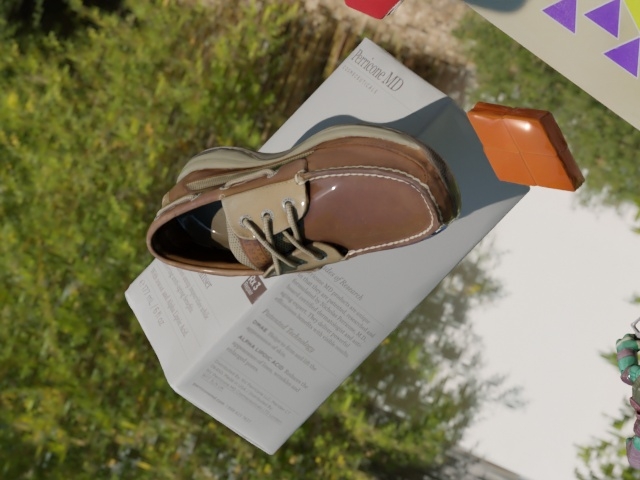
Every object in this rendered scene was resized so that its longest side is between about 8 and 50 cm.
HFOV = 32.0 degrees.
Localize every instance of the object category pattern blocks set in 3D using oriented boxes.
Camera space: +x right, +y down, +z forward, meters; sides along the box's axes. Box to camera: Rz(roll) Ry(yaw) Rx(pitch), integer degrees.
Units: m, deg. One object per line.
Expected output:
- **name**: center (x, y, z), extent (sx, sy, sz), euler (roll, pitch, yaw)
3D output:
- **pattern blocks set**: center (0.157, -0.141, 0.554), extent (0.325, 0.285, 0.026), euler (45, -138, 5)

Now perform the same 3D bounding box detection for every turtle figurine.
- **turtle figurine**: center (0.387, 0.162, 1.218), extent (0.175, 0.118, 0.234), euler (25, 139, 40)

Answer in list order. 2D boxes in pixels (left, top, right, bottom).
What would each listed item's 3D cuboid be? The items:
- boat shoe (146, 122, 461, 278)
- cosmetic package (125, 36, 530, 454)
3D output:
- **boat shoe**: center (-0.025, -0.015, 0.955), extent (0.324, 0.116, 0.123), euler (-6, 124, 45)
- **cosmetic package**: center (0.000, 0.000, 1.152), extent (0.156, 0.385, 0.217), euler (39, -176, -34)
